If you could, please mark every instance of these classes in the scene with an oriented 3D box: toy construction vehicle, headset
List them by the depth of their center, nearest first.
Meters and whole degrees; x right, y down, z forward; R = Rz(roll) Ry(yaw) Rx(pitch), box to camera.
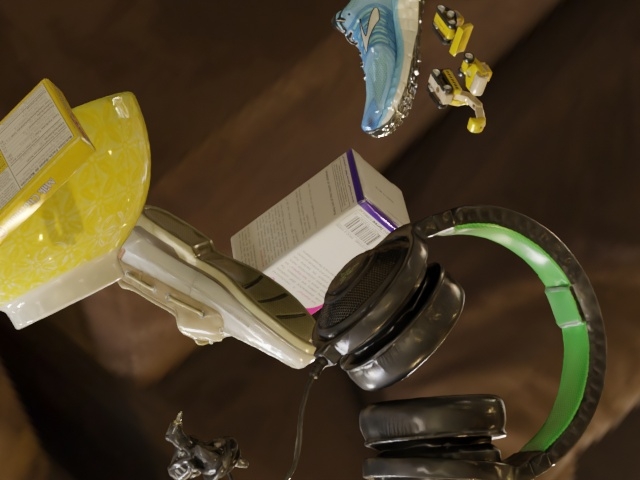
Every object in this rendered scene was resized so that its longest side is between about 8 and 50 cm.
[{"bbox_3d":[0.062,0.121,1.438,0.394,0.243,0.185,-22,-179,-28],"label":"headset"},{"bbox_3d":[0.134,-0.161,1.552,0.035,0.098,0.086,-9,136,-25],"label":"toy construction vehicle"}]

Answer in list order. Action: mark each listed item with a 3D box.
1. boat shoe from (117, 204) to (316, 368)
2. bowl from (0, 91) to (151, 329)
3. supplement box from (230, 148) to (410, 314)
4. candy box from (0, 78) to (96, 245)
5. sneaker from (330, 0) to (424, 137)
[{"bbox_3d":[-0.130,0.078,2.090,0.103,0.302,0.113,-60,160,16],"label":"boat shoe"},{"bbox_3d":[-0.270,-0.010,1.576,0.289,0.156,0.289,-27,-178,1],"label":"bowl"},{"bbox_3d":[0.000,0.000,2.194,0.220,0.114,0.111,-36,128,20],"label":"supplement box"},{"bbox_3d":[-0.274,-0.033,1.350,0.206,0.105,0.027,-44,133,7],"label":"candy box"},{"bbox_3d":[0.044,-0.162,1.350,0.063,0.073,0.162,56,38,-77],"label":"sneaker"}]
